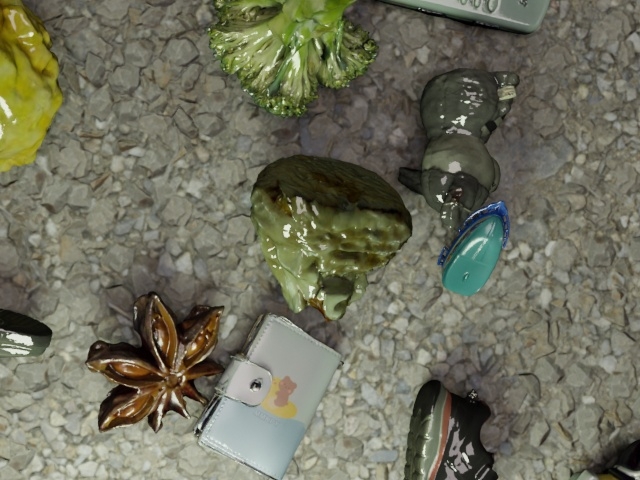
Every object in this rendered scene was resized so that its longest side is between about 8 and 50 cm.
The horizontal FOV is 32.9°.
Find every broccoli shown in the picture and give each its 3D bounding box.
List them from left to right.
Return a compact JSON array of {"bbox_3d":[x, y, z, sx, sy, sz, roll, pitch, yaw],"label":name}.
[{"bbox_3d":[0.000,-0.312,1.530,0.221,0.361,0.252,-39,114,-22],"label":"broccoli"}]

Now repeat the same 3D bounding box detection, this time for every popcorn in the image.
[{"bbox_3d":[-0.491,-0.225,1.526,0.252,0.215,0.286,-22,130,0],"label":"popcorn"}]

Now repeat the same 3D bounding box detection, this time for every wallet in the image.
[{"bbox_3d":[-0.081,0.239,1.669,0.170,0.069,0.231,31,82,-16],"label":"wallet"}]

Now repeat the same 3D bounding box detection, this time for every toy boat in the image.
[{"bbox_3d":[0.247,-0.007,1.694,0.091,0.110,0.175,20,131,-6],"label":"toy boat"}]

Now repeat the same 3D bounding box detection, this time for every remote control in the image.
[{"bbox_3d":[0.218,-0.413,1.695,0.296,0.056,0.140,12,92,-6],"label":"remote control"}]

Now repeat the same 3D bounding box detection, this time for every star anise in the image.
[{"bbox_3d":[-0.254,0.182,1.632,0.220,0.099,0.214,-4,96,-27],"label":"star anise"}]

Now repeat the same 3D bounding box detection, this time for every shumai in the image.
[{"bbox_3d":[0.001,-0.002,1.642,0.255,0.189,0.218,6,109,-22],"label":"shumai"}]

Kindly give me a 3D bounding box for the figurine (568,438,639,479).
[{"bbox_3d":[0.500,0.412,1.714,0.236,0.133,0.176,-31,92,-8],"label":"figurine"}]

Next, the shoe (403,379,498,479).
[{"bbox_3d":[0.207,0.366,1.692,0.137,0.114,0.291,6,87,-12],"label":"shoe"}]

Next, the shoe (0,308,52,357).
[{"bbox_3d":[-0.551,0.172,1.600,0.292,0.109,0.149,10,94,-4],"label":"shoe"}]

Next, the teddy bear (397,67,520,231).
[{"bbox_3d":[0.207,-0.136,1.662,0.144,0.171,0.251,13,88,-39],"label":"teddy bear"}]
